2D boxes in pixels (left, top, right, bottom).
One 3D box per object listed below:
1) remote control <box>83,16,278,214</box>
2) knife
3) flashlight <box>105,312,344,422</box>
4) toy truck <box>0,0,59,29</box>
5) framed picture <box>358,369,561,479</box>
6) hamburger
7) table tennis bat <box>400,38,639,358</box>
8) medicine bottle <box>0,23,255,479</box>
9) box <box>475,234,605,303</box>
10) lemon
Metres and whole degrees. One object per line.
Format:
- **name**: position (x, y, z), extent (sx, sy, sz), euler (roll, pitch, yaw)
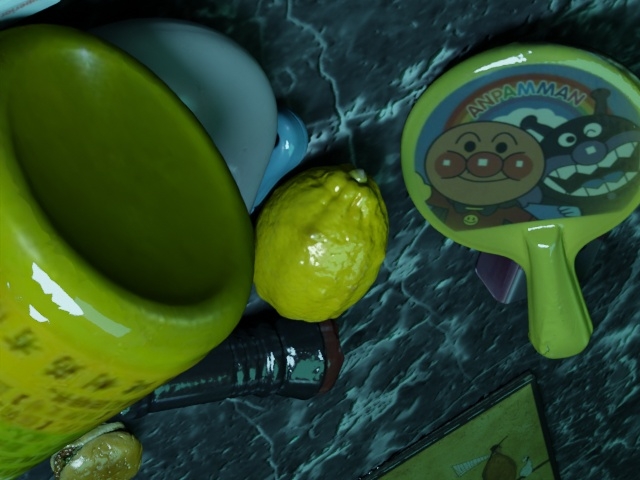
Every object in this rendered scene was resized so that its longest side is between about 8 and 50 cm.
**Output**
- **remote control**: position (-0.151, -0.023, 1.125), extent (0.221, 0.103, 0.332), euler (-3, 137, -28)
- **knife**: position (-0.073, -0.007, 1.257), extent (0.032, 0.058, 0.244), euler (-26, 152, -52)
- **flashlight**: position (-0.096, 0.111, 1.368), extent (0.232, 0.093, 0.093), euler (-7, 137, -29)
- **toy truck**: position (-0.142, -0.212, 0.879), extent (0.338, 0.133, 0.184), euler (-28, 156, -15)
- **framed picture**: position (0.175, 0.301, 1.898), extent (0.255, 0.014, 0.338), euler (-32, 147, -6)
- **hamburger**: position (-0.204, 0.202, 1.412), extent (0.083, 0.044, 0.076), euler (-22, 145, -24)
- **table tennis bat**: position (0.194, -0.026, 1.380), extent (0.224, 0.054, 0.368), euler (-8, 132, 8)
- **medicine bottle**: position (-0.246, 0.052, 0.965), extent (0.384, 0.224, 0.224), euler (-32, 152, 30)
- **box**: position (0.230, -0.041, 1.473), extent (0.120, 0.069, 0.224), euler (-17, 143, -25)
- **lemon**: position (0.000, 0.000, 1.279), extent (0.114, 0.114, 0.155), euler (-8, 138, -36)
